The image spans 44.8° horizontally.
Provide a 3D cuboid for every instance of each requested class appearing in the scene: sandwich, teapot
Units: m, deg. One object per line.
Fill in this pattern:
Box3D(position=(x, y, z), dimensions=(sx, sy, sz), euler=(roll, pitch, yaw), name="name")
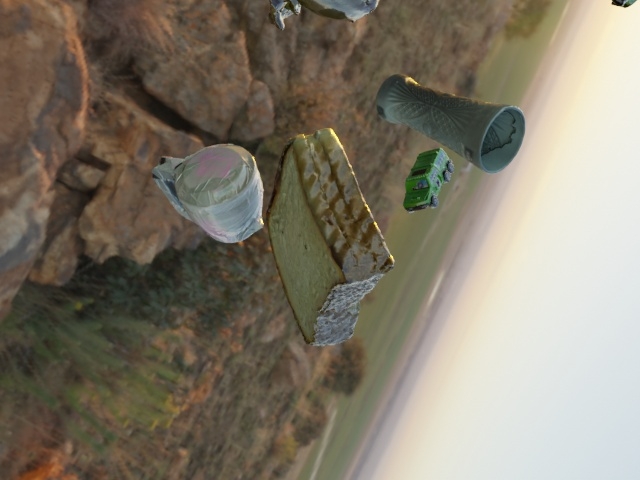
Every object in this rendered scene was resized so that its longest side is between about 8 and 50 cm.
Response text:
Box3D(position=(0.000, 0.000, 1.236), dimensions=(0.301, 0.099, 0.271), euler=(111, -34, -61), name="sandwich")
Box3D(position=(-0.218, -0.077, 1.548), dimensions=(0.178, 0.221, 0.163), euler=(74, 10, -49), name="teapot")

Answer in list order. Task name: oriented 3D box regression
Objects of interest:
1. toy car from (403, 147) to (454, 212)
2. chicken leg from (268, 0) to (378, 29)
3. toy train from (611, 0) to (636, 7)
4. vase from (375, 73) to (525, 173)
Box3D(position=(0.217, -0.124, 1.599), dimensions=(0.062, 0.071, 0.165), euler=(56, 42, -26), name="toy car")
Box3D(position=(-0.008, -0.341, 0.652), dimensions=(0.211, 0.140, 0.361), euler=(-31, 139, -3), name="chicken leg")
Box3D(position=(0.696, -0.615, 1.584), dimensions=(0.307, 0.173, 0.249), euler=(-40, -159, 10), name="toy train")
Box3D(position=(0.177, -0.177, 1.114), dimensions=(0.096, 0.219, 0.096), euler=(-23, 128, -33), name="vase")
